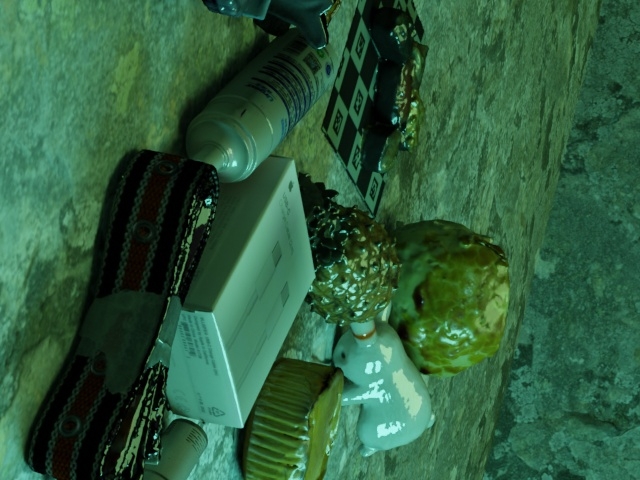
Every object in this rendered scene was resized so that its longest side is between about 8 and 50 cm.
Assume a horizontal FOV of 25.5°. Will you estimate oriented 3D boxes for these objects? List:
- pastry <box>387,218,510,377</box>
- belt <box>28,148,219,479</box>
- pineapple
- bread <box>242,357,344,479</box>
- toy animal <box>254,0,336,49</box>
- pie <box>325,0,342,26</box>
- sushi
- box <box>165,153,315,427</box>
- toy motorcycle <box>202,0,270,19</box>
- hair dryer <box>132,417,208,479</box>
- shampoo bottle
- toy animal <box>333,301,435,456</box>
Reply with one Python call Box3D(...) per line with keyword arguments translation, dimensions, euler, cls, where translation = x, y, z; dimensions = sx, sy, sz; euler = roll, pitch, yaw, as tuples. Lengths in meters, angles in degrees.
Box3D(translation=(0.172, 0.090, 2.274), dimensions=(0.170, 0.237, 0.256), euler=(16, 92, -38), cls="pastry")
Box3D(translation=(-0.185, 0.083, 1.393), dimensions=(0.126, 0.094, 0.359), euler=(42, 59, -67), cls="belt")
Box3D(translation=(0.000, 0.000, 1.858), dimensions=(0.278, 0.158, 0.158), euler=(48, 53, -52), cls="pineapple")
Box3D(translation=(-0.041, 0.255, 1.899), dimensions=(0.199, 0.104, 0.199), euler=(12, 90, -76), cls="bread")
Box3D(translation=(-0.022, -0.314, 1.670), dimensions=(0.210, 0.121, 0.117), euler=(-70, 179, -45), cls="toy animal")
Box3D(translation=(0.012, -0.373, 1.828), dimensions=(0.191, 0.033, 0.088), euler=(78, 25, -48), cls="pie")
Box3D(translation=(0.117, -0.244, 2.154), dimensions=(0.359, 0.064, 0.343), euler=(55, 48, -64), cls="sushi")
Box3D(translation=(-0.103, 0.053, 1.609), dimensions=(0.203, 0.106, 0.251), euler=(79, 27, -44), cls="box")
Box3D(translation=(-0.034, -0.424, 1.452), dimensions=(0.232, 0.172, 0.416), euler=(15, 88, -80), cls="toy motorcycle")
Box3D(translation=(-0.191, 0.344, 1.606), dimensions=(0.195, 0.054, 0.220), euler=(-57, 157, -48), cls="hair dryer")
Box3D(translation=(-0.073, -0.146, 1.603), dimensions=(0.303, 0.092, 0.092), euler=(-54, 149, -52), cls="shampoo bottle")
Box3D(translation=(0.073, 0.192, 2.187), dimensions=(0.282, 0.138, 0.140), euler=(64, 26, -24), cls="toy animal")
